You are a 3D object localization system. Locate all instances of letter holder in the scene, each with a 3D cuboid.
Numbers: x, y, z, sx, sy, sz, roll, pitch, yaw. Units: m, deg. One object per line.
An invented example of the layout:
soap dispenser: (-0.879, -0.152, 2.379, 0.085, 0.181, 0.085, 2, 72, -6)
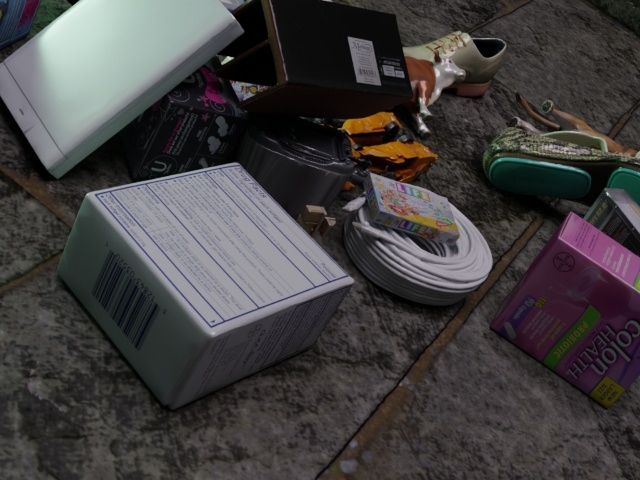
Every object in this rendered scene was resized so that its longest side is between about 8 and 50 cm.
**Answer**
letter holder: (-0.036, -0.275, 1.635, 0.302, 0.214, 0.152, -3, 78, -47)

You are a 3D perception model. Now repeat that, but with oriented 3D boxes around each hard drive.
hard drive: (-0.316, -0.284, 1.533, 0.233, 0.353, 0.047, 52, 0, 30)

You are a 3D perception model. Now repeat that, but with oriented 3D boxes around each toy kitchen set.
toy kitchen set: (0.000, 0.000, 1.604, 0.068, 0.083, 0.075, 5, 41, -33)

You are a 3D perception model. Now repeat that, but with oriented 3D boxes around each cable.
cable: (0.165, 0.006, 1.723, 0.257, 0.089, 0.257, 37, 33, 9)

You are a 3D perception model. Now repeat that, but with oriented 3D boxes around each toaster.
toaster: (-0.046, -0.119, 1.668, 0.227, 0.146, 0.129, 17, 36, -19)

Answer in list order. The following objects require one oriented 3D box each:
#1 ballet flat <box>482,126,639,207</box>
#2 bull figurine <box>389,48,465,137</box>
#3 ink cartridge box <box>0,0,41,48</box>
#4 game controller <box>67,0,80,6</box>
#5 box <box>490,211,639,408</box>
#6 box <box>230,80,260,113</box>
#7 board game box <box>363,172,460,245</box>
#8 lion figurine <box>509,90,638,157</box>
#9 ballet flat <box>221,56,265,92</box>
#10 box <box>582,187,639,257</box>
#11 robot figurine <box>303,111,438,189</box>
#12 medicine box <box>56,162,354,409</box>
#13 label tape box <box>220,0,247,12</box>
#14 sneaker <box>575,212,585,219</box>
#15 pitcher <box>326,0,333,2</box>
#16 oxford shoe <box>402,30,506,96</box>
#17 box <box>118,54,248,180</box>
ballet flat: (0.580, -0.140, 2.072, 0.483, 0.164, 0.182, 18, 50, 13)
bull figurine: (0.168, -0.326, 2.116, 0.310, 0.101, 0.188, 6, 58, -25)
ink cartridge box: (-0.645, -0.383, 1.554, 0.270, 0.151, 0.395, 32, 35, 2)
game controller: (-0.445, -0.475, 1.759, 0.166, 0.067, 0.319, 22, -13, 43)
box: (0.449, 0.117, 1.682, 0.243, 0.213, 0.117, 35, 33, 6)
box: (-0.177, -0.257, 1.809, 0.137, 0.027, 0.094, 11, 80, -27)
board game box: (0.151, -0.052, 1.678, 0.154, 0.026, 0.103, 16, 36, -22)
lion figurine: (0.613, -0.209, 2.310, 0.240, 0.142, 0.392, 14, 33, -33)
ballet flat: (-0.193, -0.311, 1.872, 0.241, 0.077, 0.091, -13, 53, -46)
box: (0.512, 0.051, 1.802, 0.056, 0.231, 0.183, 4, 41, -30)
robot figurine: (0.083, -0.166, 1.887, 0.291, 0.085, 0.211, -14, 53, -48)
medicine box: (-0.152, 0.048, 1.365, 0.263, 0.149, 0.289, 46, 36, 22)
label tape box: (-0.251, -0.528, 2.085, 0.241, 0.106, 0.333, 6, 41, -33)
sneaker: (0.559, 0.007, 2.021, 0.081, 0.090, 0.232, 16, 36, -19)
pitcher: (-0.030, -0.461, 2.098, 0.178, 0.125, 0.207, 43, 9, 1)
oxford shoe: (0.266, -0.423, 2.307, 0.397, 0.146, 0.140, -9, 53, -43)
box: (-0.242, -0.226, 1.640, 0.142, 0.163, 0.247, 7, 40, -34)
